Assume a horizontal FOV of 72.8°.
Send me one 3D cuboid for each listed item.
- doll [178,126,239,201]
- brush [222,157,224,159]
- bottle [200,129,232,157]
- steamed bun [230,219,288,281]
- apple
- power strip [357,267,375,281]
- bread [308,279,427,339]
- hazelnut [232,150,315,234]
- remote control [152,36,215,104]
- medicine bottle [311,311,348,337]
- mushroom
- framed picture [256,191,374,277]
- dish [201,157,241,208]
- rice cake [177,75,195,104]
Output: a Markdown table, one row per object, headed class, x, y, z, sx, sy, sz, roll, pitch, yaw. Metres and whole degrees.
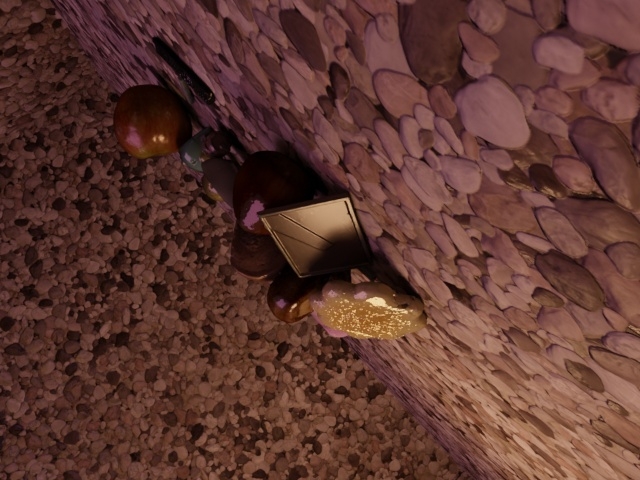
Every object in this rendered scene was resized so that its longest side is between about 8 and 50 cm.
| class | x | y | z | sx | sy | sz | roll | pitch | yaw |
| --- | --- | --- | --- | --- | --- | --- | --- | --- | --- |
| doll | -0.388 | -0.261 | 1.588 | 0.260 | 0.162 | 0.177 | 53 | 165 | -14 |
| brush | -0.374 | -0.306 | 1.737 | 0.062 | 0.027 | 0.266 | 30 | 155 | 53 |
| bottle | -0.336 | -0.312 | 1.398 | 0.099 | 0.099 | 0.152 | 51 | 170 | -18 |
| steamed bun | -0.146 | -0.017 | 1.349 | 0.200 | 0.300 | 0.251 | 7 | 170 | 7 |
| apple | -0.619 | -0.437 | 1.599 | 0.309 | 0.278 | 0.249 | 0 | 108 | 53 |
| power strip | 0.125 | 0.084 | 1.250 | 0.090 | 0.016 | 0.040 | 42 | 166 | 22 |
| bread | 0.120 | 0.192 | 1.142 | 0.317 | 0.054 | 0.316 | 8 | 147 | 5 |
| hazelnut | -0.125 | -0.110 | 1.056 | 0.208 | 0.208 | 0.208 | 45 | 168 | 13 |
| remote control | -0.386 | -0.476 | 1.217 | 0.245 | 0.025 | 0.063 | 46 | 167 | 8 |
| medicine bottle | 0.030 | 0.213 | 1.610 | 0.178 | 0.178 | 0.290 | 32 | 161 | 52 |
| mushroom | -0.032 | 0.132 | 1.312 | 0.278 | 0.297 | 0.163 | -37 | 81 | 38 |
| framed picture | 0.000 | 0.000 | 1.051 | 0.289 | 0.214 | 0.016 | 62 | -159 | -52 |
| dish | -0.279 | -0.193 | 1.404 | 0.236 | 0.086 | 0.228 | 55 | -174 | 1 |
| rice cake | -0.421 | -0.471 | 1.363 | 0.022 | 0.022 | 0.121 | 49 | 167 | 15 |
